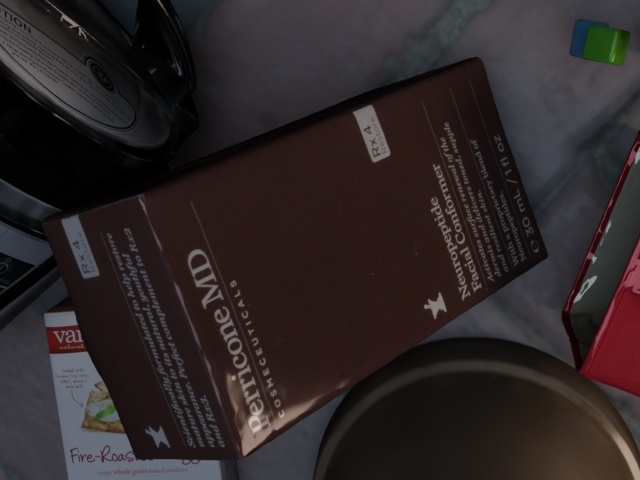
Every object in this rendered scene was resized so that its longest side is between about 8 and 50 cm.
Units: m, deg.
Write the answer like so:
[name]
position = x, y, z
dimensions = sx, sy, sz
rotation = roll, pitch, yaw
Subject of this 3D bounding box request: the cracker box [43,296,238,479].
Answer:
[cracker box]
position = -0.171, 0.168, 1.093
dimensions = 0.156, 0.067, 0.232
rotation = -5, 100, 9

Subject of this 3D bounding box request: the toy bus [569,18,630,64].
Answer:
[toy bus]
position = 0.323, -0.180, 0.890
dimensions = 0.202, 0.191, 0.104
rotation = 23, 109, 49

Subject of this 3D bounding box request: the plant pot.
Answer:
[plant pot]
position = 0.135, 0.278, 0.963
dimensions = 0.323, 0.280, 0.323
rotation = 2, 103, 8

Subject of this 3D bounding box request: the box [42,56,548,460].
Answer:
[box]
position = 0.000, 0.000, 0.873
dimensions = 0.143, 0.381, 0.191
rotation = -11, 103, 49

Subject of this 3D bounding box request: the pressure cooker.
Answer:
[pressure cooker]
position = -0.324, -0.116, 0.904
dimensions = 0.420, 0.370, 0.375
rotation = -40, 87, 13

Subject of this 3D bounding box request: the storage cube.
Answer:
[storage cube]
position = 0.332, 0.035, 0.932
dimensions = 0.193, 0.183, 0.215
rotation = 21, 104, 3
